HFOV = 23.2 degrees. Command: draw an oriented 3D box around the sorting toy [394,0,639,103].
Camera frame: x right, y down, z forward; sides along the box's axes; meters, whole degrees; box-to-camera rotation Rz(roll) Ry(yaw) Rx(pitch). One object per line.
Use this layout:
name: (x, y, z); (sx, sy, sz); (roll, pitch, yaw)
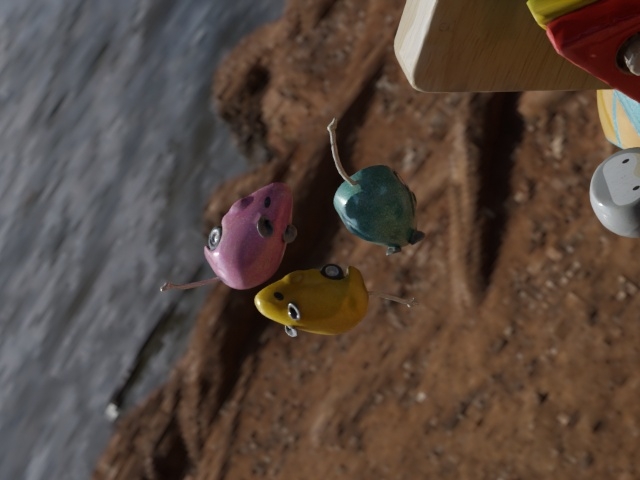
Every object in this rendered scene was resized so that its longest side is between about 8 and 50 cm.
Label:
sorting toy: (0.187, -0.139, 0.579); (0.257, 0.255, 0.089); (107, 152, -44)

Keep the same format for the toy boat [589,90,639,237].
toy boat: (0.291, -0.078, 1.263); (0.148, 0.267, 0.318); (-30, 2, 15)

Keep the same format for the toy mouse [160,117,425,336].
toy mouse: (0.000, 0.000, 0.818); (0.031, 0.161, 0.143); (-113, 28, -42)
